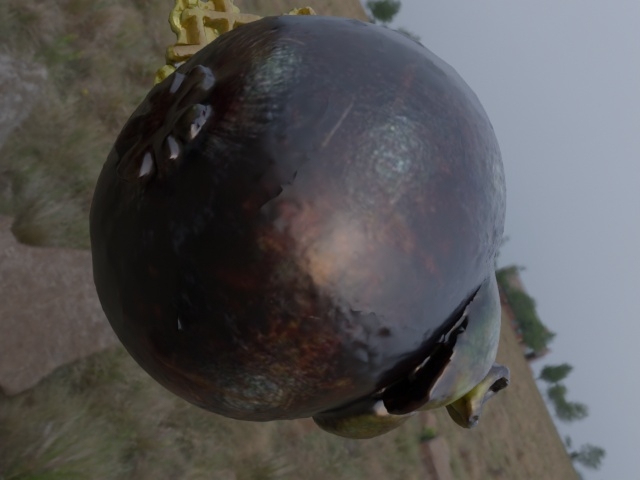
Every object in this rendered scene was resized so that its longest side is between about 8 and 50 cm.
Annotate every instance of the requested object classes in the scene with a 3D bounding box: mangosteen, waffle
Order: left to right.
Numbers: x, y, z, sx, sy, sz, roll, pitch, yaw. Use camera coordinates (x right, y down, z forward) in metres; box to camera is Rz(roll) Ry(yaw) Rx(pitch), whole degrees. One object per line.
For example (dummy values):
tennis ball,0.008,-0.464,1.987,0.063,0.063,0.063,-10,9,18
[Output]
waffle,-0.065,-0.184,1.078,0.300,0.058,0.282,26,66,-35
mangosteen,-0.009,-0.007,0.651,0.330,0.330,0.330,62,10,-19
